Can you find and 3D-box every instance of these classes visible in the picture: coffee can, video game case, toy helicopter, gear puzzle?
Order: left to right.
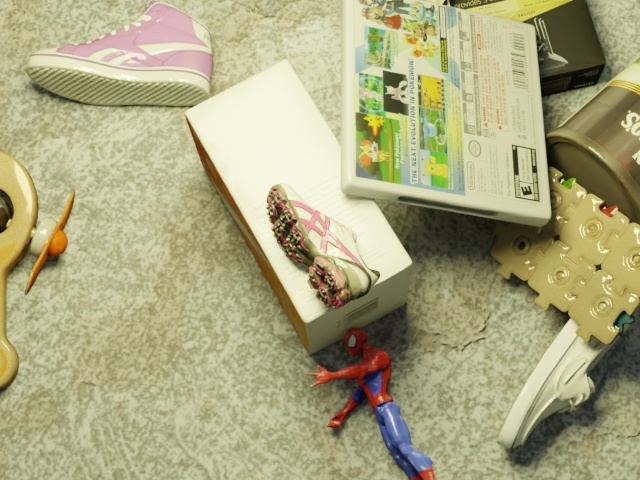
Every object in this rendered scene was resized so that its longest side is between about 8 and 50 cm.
[{"bbox_3d":[-0.474,0.042,1.690,0.235,0.140,0.355,-4,83,-9],"label":"toy helicopter"},{"bbox_3d":[0.172,-0.191,1.613,0.300,0.036,0.329,9,63,-16],"label":"video game case"},{"bbox_3d":[0.339,0.000,1.651,0.339,0.044,0.175,42,105,38],"label":"gear puzzle"},{"bbox_3d":[0.486,-0.160,1.665,0.275,0.201,0.201,-41,75,-11],"label":"coffee can"}]

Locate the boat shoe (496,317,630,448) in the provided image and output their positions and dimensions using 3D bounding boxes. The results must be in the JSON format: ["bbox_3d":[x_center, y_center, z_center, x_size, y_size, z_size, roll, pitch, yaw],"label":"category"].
[{"bbox_3d":[0.343,0.194,1.612,0.084,0.095,0.258,34,77,16],"label":"boat shoe"}]

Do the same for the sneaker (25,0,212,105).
[{"bbox_3d":[-0.308,-0.298,1.796,0.282,0.102,0.161,4,69,-8],"label":"sneaker"}]

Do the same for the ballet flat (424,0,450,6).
[{"bbox_3d":[0.165,-0.309,1.716,0.052,0.057,0.168,15,74,-3],"label":"ballet flat"}]

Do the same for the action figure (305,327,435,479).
[{"bbox_3d":[0.064,0.259,1.598,0.139,0.091,0.280,-14,72,-16],"label":"action figure"}]

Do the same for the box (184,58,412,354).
[{"bbox_3d":[-0.030,-0.042,1.636,0.168,0.215,0.345,-28,73,-7],"label":"box"}]

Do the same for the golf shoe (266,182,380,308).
[{"bbox_3d":[0.000,0.000,1.483,0.086,0.067,0.186,-25,72,-33],"label":"golf shoe"}]

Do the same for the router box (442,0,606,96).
[{"bbox_3d":[0.256,-0.331,1.790,0.308,0.081,0.243,-12,73,-2],"label":"router box"}]
